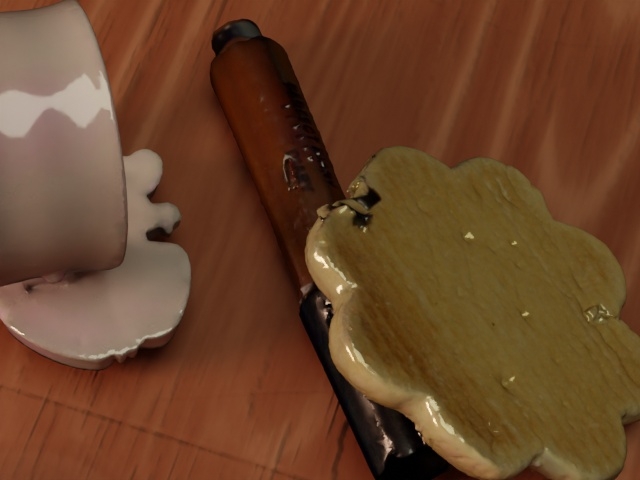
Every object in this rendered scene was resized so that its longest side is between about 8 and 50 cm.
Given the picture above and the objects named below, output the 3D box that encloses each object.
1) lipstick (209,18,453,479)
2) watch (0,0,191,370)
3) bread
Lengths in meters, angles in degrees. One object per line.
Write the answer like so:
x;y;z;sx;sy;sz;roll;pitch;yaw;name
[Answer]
0.000;0.000;1.503;0.077;0.077;0.418;-14;62;-17;lipstick
-0.190;-0.049;1.410;0.196;0.231;0.244;-10;59;-18;watch
0.123;0.056;1.453;0.316;0.054;0.316;21;45;-23;bread
